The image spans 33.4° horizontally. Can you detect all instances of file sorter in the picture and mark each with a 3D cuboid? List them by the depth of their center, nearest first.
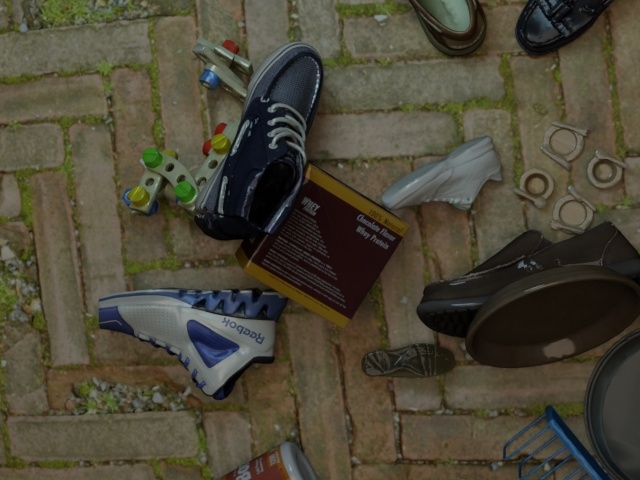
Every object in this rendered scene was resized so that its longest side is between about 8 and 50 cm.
[{"bbox_3d":[0.377,0.366,1.674,0.104,0.118,0.170,-39,85,9],"label":"file sorter"}]

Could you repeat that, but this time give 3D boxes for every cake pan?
[{"bbox_3d":[0.567,0.275,1.679,0.293,0.054,0.293,0,90,7],"label":"cake pan"}]

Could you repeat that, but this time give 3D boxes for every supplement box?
[{"bbox_3d":[0.000,0.000,1.689,0.191,0.129,0.194,31,94,-15],"label":"supplement box"}]

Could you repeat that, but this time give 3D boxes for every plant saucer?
[{"bbox_3d":[0.352,0.115,1.620,0.278,0.278,0.041,-17,58,7],"label":"plant saucer"}]

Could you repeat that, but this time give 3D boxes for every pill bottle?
[{"bbox_3d":[-0.114,0.428,1.737,0.216,0.121,0.121,-30,86,6],"label":"pill bottle"}]

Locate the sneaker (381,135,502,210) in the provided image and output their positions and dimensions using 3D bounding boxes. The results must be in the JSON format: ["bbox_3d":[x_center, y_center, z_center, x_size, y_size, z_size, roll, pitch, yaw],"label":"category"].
[{"bbox_3d":[0.201,-0.083,1.698,0.212,0.080,0.094,-28,102,-14],"label":"sneaker"}]

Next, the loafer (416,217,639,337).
[{"bbox_3d":[0.326,0.058,1.690,0.366,0.134,0.130,-12,62,-2],"label":"loafer"}]

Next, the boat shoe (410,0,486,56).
[{"bbox_3d":[0.159,-0.445,1.700,0.122,0.120,0.324,-37,86,6],"label":"boat shoe"}]

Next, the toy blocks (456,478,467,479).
[{"bbox_3d":[0.159,0.557,1.666,0.309,0.260,0.289,-17,56,16],"label":"toy blocks"}]

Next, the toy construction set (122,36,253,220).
[{"bbox_3d":[-0.177,-0.161,1.743,0.215,0.151,0.328,23,88,29],"label":"toy construction set"}]

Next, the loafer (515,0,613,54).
[{"bbox_3d":[0.432,-0.413,1.675,0.302,0.095,0.109,-38,85,6],"label":"loafer"}]

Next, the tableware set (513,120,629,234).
[{"bbox_3d":[0.400,-0.101,1.718,0.141,0.020,0.169,32,94,6],"label":"tableware set"}]

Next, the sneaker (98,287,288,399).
[{"bbox_3d":[-0.210,0.168,1.747,0.315,0.127,0.182,0,88,6],"label":"sneaker"}]

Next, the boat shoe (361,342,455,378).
[{"bbox_3d":[0.143,0.201,1.746,0.153,0.048,0.056,-7,77,1],"label":"boat shoe"}]

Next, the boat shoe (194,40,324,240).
[{"bbox_3d":[-0.057,-0.150,1.603,0.127,0.158,0.341,29,79,-30],"label":"boat shoe"}]
